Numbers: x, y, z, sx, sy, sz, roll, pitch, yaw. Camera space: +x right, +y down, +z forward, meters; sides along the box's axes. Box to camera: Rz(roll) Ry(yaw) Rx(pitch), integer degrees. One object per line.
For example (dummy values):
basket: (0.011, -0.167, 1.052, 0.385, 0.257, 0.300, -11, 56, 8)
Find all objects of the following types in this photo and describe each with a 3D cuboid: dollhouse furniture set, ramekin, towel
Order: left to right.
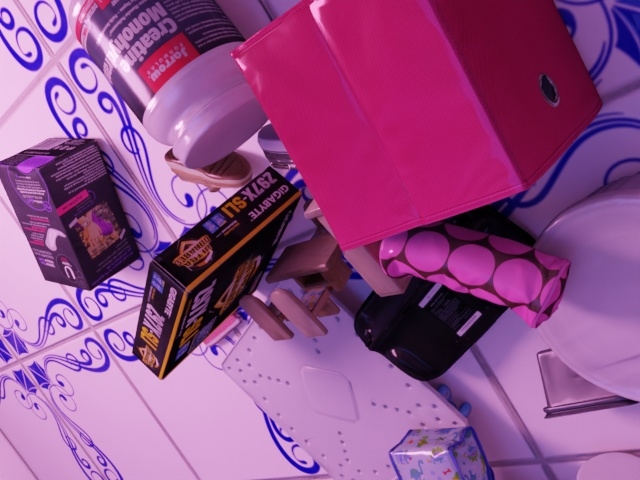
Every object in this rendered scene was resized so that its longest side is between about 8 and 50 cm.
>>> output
towel: (-0.251, 0.118, 1.428, 0.197, 0.029, 0.144, 48, 136, -3)
dollhouse furniture set: (0.000, 0.000, 0.984, 0.242, 0.212, 0.161, -16, 124, 47)
ramekin: (0.386, 0.047, 0.816, 0.273, 0.127, 0.273, 20, 128, 27)

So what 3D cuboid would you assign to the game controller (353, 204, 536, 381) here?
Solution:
game controller: (0.177, 0.080, 1.033, 0.166, 0.067, 0.319, 32, 127, -2)

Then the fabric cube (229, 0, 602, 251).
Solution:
fabric cube: (0.113, -0.180, 0.786, 0.259, 0.254, 0.258, -20, 103, 44)

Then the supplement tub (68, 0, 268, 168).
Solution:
supplement tub: (-0.206, -0.258, 1.006, 0.272, 0.191, 0.191, 52, 136, 6)

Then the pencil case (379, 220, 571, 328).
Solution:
pencil case: (0.177, 0.035, 0.821, 0.209, 0.095, 0.098, 21, 136, 30)

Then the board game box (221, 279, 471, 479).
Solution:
board game box: (0.028, 0.267, 1.295, 0.390, 0.050, 0.390, 42, 136, 6)

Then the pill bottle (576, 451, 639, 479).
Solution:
pill bottle: (0.449, 0.429, 1.021, 0.131, 0.131, 0.229, -6, 114, 40)

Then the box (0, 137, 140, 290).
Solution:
box: (-0.502, -0.056, 1.418, 0.165, 0.143, 0.270, 8, 123, 36)

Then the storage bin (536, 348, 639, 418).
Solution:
storage bin: (0.366, 0.180, 0.957, 0.135, 0.098, 0.091, -25, 74, 45)

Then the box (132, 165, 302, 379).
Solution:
box: (-0.172, 0.060, 1.131, 0.079, 0.257, 0.322, 41, 143, 9)

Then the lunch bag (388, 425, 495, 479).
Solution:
lunch bag: (0.203, 0.380, 1.131, 0.129, 0.096, 0.151, -19, 95, 43)

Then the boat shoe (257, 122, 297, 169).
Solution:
boat shoe: (0.005, -0.122, 1.035, 0.228, 0.080, 0.076, 10, 134, 32)

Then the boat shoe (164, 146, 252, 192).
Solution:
boat shoe: (-0.181, -0.114, 1.199, 0.190, 0.068, 0.072, 20, 142, 38)
